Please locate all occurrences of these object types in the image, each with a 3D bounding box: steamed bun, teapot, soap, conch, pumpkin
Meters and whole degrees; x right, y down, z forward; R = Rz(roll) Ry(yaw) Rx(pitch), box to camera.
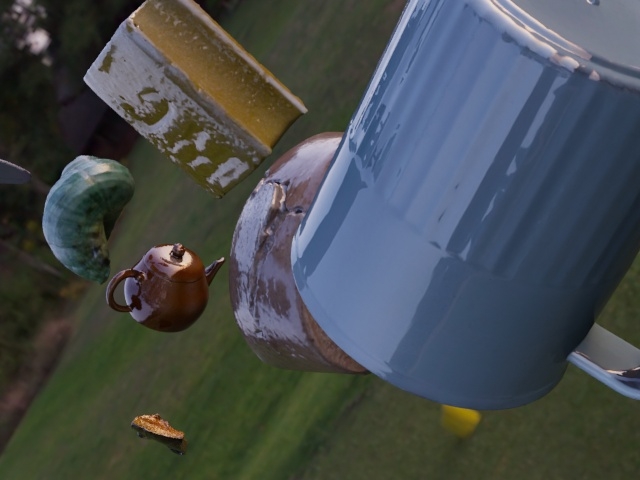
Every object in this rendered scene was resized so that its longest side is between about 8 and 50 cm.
[{"bbox_3d":[0.000,0.000,1.427,0.251,0.199,0.301,10,72,53],"label":"steamed bun"},{"bbox_3d":[-0.198,0.052,1.574,0.116,0.173,0.116,10,103,50],"label":"teapot"},{"bbox_3d":[-0.214,-0.247,2.080,0.156,0.335,0.293,-51,12,-21],"label":"soap"},{"bbox_3d":[-0.357,-0.044,1.890,0.176,0.122,0.188,72,-149,-61],"label":"conch"},{"bbox_3d":[-0.203,0.247,1.579,0.035,0.073,0.101,-63,-2,-17],"label":"pumpkin"}]

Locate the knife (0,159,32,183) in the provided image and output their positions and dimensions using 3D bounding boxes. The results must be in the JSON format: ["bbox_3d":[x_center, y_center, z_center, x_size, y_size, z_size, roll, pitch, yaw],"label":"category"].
[{"bbox_3d":[-0.386,-0.065,1.129,0.032,0.244,0.058,67,148,34],"label":"knife"}]

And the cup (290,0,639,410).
[{"bbox_3d":[0.163,-0.042,0.940,0.331,0.256,0.311,54,137,34],"label":"cup"}]
